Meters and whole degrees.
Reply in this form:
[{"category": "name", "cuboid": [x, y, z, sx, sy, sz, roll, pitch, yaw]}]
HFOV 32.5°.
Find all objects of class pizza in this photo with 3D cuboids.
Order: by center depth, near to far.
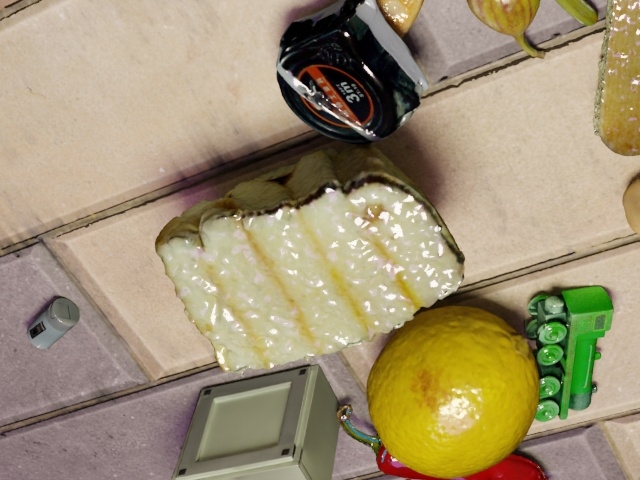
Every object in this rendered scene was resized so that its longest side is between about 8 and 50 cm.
[{"category": "pizza", "cuboid": [0.070, -0.327, 1.354, 0.131, 0.041, 0.178, -8, 125, 12]}]

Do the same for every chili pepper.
[{"category": "chili pepper", "cuboid": [0.205, 0.356, 1.816, 0.388, 0.110, 0.110, 14, 128, -5]}]

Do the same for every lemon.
[{"category": "lemon", "cuboid": [0.194, 0.224, 1.624, 0.267, 0.267, 0.267, 5, 127, 6]}]

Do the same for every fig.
[{"category": "fig", "cuboid": [0.245, -0.276, 1.333, 0.093, 0.093, 0.166, -30, 115, 28]}]

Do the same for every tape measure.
[{"category": "tape measure", "cuboid": [0.035, -0.212, 1.389, 0.181, 0.107, 0.182, -5, 136, 45]}]

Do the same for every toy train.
[{"category": "toy train", "cuboid": [0.372, 0.176, 1.665, 0.119, 0.085, 0.251, -9, 130, -3]}]

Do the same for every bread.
[{"category": "bread", "cuboid": [0.447, -0.229, 1.354, 0.207, 0.056, 0.286, 7, 128, 8]}, {"category": "bread", "cuboid": [0.008, -0.004, 1.487, 0.395, 0.264, 0.239, -19, 109, 22]}]

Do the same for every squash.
[{"category": "squash", "cuboid": [0.309, -0.293, 1.348, 0.083, 0.027, 0.027, 39, 123, -20]}]

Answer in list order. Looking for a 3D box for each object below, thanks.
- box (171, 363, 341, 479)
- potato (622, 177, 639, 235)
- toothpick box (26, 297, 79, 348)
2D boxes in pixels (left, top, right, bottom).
[{"category": "box", "cuboid": [-0.101, 0.330, 1.765, 0.225, 0.225, 0.117, -14, 123, 19]}, {"category": "potato", "cuboid": [0.529, -0.028, 1.460, 0.235, 0.128, 0.161, -7, 110, 20]}, {"category": "toothpick box", "cuboid": [-0.435, 0.136, 1.783, 0.052, 0.052, 0.083, 38, 124, -19]}]
